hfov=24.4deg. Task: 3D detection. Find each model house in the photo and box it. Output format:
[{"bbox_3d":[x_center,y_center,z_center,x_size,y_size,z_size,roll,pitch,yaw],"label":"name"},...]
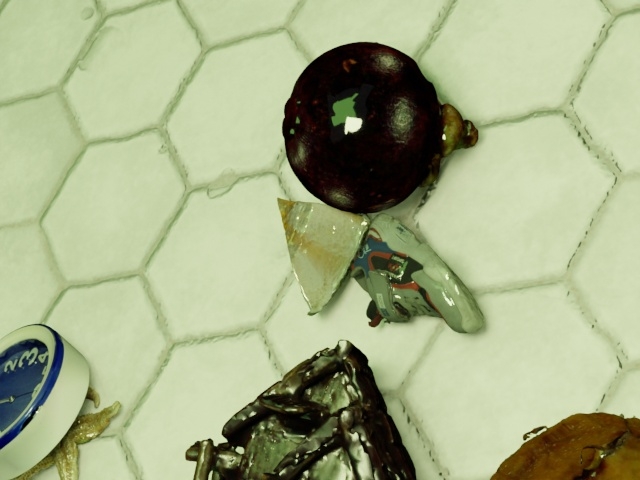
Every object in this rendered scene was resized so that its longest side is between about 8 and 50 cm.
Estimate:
[{"bbox_3d":[-0.027,0.246,1.743,0.297,0.317,0.282,19,86,13],"label":"model house"}]

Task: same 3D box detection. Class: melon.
[{"bbox_3d":[0.005,0.000,1.984,0.139,0.093,0.202,-26,48,18],"label":"melon"}]

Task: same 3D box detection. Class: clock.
[{"bbox_3d":[-0.437,0.232,2.123,0.230,0.083,0.230,-30,36,25],"label":"clock"}]

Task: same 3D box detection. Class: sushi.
[{"bbox_3d":[0.282,0.303,1.612,0.296,0.179,0.167,-35,24,-20],"label":"sushi"}]

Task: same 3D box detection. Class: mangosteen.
[{"bbox_3d":[0.082,-0.143,1.937,0.228,0.266,0.228,-174,90,-74],"label":"mangosteen"}]

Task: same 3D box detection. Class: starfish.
[{"bbox_3d":[-0.371,0.280,2.111,0.210,0.053,0.150,-27,59,16],"label":"starfish"}]

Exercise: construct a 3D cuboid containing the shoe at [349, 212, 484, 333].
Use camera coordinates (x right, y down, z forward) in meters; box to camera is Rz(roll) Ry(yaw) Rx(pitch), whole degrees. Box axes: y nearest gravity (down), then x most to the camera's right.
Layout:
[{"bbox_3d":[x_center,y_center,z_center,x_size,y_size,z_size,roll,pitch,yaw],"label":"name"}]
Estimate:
[{"bbox_3d":[0.106,0.063,1.883,0.125,0.099,0.227,-42,45,-3],"label":"shoe"}]
